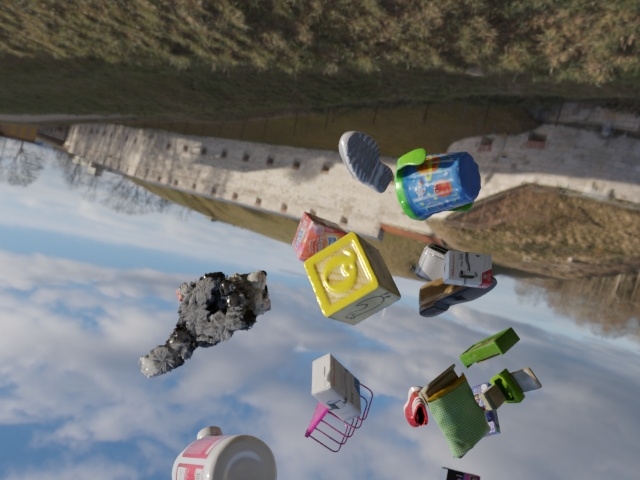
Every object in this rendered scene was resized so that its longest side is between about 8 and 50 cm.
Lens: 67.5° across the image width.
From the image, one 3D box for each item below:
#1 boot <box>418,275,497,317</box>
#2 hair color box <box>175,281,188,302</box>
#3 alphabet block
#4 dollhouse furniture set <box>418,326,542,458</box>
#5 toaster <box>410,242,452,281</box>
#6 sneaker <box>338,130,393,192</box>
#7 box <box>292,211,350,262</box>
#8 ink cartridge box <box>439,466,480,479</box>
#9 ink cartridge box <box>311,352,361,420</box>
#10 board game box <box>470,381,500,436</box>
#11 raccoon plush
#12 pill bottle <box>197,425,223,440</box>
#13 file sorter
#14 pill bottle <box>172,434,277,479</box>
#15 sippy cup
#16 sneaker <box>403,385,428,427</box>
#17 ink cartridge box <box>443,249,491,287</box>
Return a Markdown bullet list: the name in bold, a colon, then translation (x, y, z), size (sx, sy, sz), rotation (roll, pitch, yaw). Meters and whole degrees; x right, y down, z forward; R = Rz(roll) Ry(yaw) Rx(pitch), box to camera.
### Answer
- **boot**: translation (0.469, 0.165, 1.685), size (0.112, 0.115, 0.305), rotation (29, 136, -35)
- **hair color box**: translation (-0.462, 0.241, 1.797), size (0.167, 0.053, 0.093), rotation (52, 172, -30)
- **alphabet block**: translation (0.097, 0.118, 1.425), size (0.197, 0.192, 0.194), rotation (29, -149, -57)
- **dollhouse furniture set**: translation (0.432, 0.396, 1.257), size (0.301, 0.198, 0.151), rotation (-23, 166, -38)
- **toaster**: translation (0.520, 0.108, 2.106), size (0.227, 0.147, 0.129), rotation (27, -155, 25)
- **sneaker**: translation (0.098, -0.207, 1.281), size (0.115, 0.105, 0.281), rotation (27, 174, 28)
- **box**: translation (0.000, 0.000, 1.721), size (0.154, 0.142, 0.300), rotation (19, -173, -11)
- **ink cartridge box**: translation (0.596, 1.215, 2.111), size (0.175, 0.371, 0.069), rotation (18, 162, -13)
- **ink cartridge box**: translation (0.056, 0.501, 1.632), size (0.191, 0.082, 0.140), rotation (47, -154, -29)
- **board game box**: translation (0.653, 0.700, 1.965), size (0.035, 0.201, 0.136), rotation (32, 133, -29)
- **raccoon plush**: translation (-0.361, 0.243, 1.562), size (0.446, 0.216, 0.299), rotation (-28, 173, 4)
- **pill bottle**: translation (-0.452, 0.937, 2.034), size (0.152, 0.152, 0.272), rotation (15, -154, -30)
- **file sorter**: translation (0.091, 0.790, 2.188), size (0.182, 0.291, 0.202), rotation (31, -147, 3)
- **pill bottle**: translation (-0.329, 0.749, 1.537), size (0.229, 0.229, 0.407), rotation (15, 153, -31)
- **sippy cup**: translation (0.408, -0.196, 1.619), size (0.224, 0.240, 0.305), rotation (-8, -174, 43)
- **sneaker**: translation (0.364, 0.676, 1.834), size (0.086, 0.221, 0.128), rotation (-2, -147, 8)
- **ink cartridge box**: translation (0.459, 0.089, 1.493), size (0.135, 0.099, 0.056), rotation (6, 161, 1)
